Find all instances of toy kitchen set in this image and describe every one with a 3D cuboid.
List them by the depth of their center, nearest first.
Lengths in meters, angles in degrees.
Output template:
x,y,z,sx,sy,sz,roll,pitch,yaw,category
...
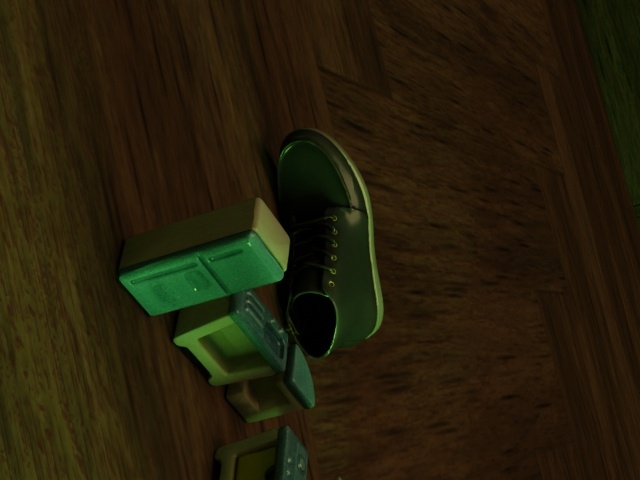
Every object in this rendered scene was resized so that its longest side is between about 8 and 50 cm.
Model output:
x,y,z,sx,sy,sz,roll,pitch,yaw,category
-0.058,0.106,1.013,0.207,0.122,0.166,54,28,-39,toy kitchen set

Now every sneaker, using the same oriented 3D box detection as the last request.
x,y,z,sx,sy,sz,roll,pitch,yaw,category
0.000,0.000,1.283,0.118,0.083,0.222,-23,97,-68,sneaker

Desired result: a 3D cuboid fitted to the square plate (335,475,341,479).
x,y,z,sx,sy,sz,roll,pitch,yaw,category
0.029,0.360,0.941,0.347,0.049,0.344,48,29,-86,square plate
